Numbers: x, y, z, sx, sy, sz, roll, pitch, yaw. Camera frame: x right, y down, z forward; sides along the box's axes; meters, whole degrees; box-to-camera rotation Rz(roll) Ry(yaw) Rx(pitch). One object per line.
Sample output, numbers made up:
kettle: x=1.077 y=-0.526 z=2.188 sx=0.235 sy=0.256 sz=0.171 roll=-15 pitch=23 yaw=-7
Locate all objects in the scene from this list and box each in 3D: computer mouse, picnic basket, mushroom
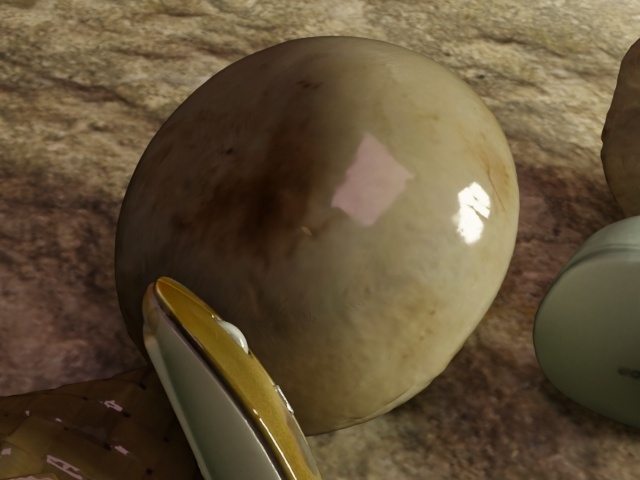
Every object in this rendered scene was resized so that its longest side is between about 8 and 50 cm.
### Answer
computer mouse: x=0.229 y=0.051 z=0.721 sx=0.231 sy=0.128 sz=0.079 roll=2 pitch=42 yaw=0
computer mouse: x=-0.023 y=0.104 z=0.589 sx=0.045 sy=0.199 sz=0.102 roll=-23 pitch=5 yaw=-1
picnic basket: x=-0.138 y=0.137 z=0.577 sx=0.178 sy=0.128 sz=0.138 roll=-5 pitch=55 yaw=-27
mushroom: x=0.000 y=0.000 z=0.723 sx=0.226 sy=0.178 sz=0.226 roll=-20 pitch=43 yaw=20

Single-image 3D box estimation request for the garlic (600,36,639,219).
garlic: x=0.283 y=-0.053 z=0.830 sx=0.218 sy=0.218 sz=0.212 roll=22 pitch=8 yaw=16
